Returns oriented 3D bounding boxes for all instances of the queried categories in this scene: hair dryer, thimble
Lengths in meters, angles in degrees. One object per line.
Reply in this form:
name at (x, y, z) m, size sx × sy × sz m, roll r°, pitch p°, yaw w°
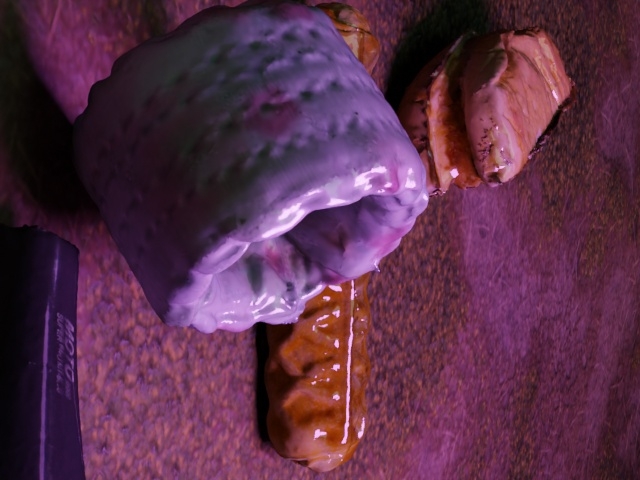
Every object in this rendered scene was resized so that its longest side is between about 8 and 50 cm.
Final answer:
hair dryer at (-0.232, 0.101, 0.738) m, size 0.359 × 0.120 × 0.303 m, roll 28°, pitch 61°, yaw -53°
thimble at (-0.044, -0.039, 0.948) m, size 0.149 × 0.185 × 0.211 m, roll 58°, pitch -11°, yaw 17°

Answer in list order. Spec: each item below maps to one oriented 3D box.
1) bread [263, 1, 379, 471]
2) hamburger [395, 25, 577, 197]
bread at (0.001, 0.000, 1.196) m, size 0.084 × 0.077 × 0.367 m, roll -15°, pitch 108°, yaw -64°
hamburger at (0.143, -0.126, 1.436) m, size 0.131 × 0.124 × 0.262 m, roll 66°, pitch 30°, yaw -15°
